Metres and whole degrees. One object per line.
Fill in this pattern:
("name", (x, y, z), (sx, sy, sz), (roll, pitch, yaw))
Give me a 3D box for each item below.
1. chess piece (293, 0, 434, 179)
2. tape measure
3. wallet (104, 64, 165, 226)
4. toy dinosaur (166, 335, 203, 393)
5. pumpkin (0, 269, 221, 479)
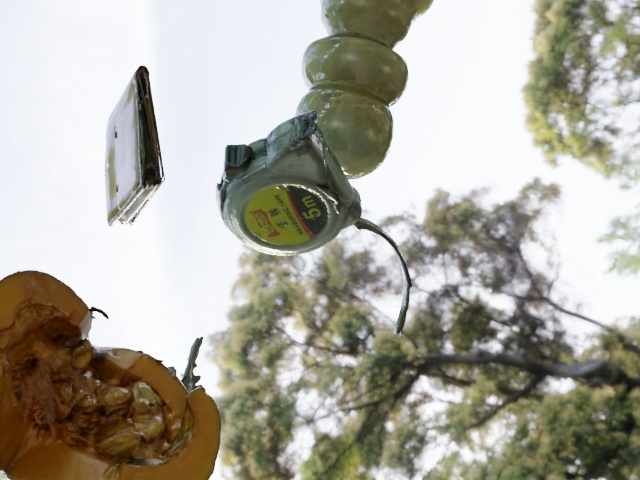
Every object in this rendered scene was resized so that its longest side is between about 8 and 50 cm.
("chess piece", (0.050, -0.242, 1.122), (0.182, 0.182, 0.330), (23, -106, -49))
("tape measure", (0.001, -0.001, 1.019), (0.084, 0.164, 0.330), (-85, -27, -42))
("wallet", (-0.277, -0.134, 1.293), (0.042, 0.161, 0.195), (6, -117, -31))
("toy dinosaur", (-0.125, 0.188, 0.788), (0.082, 0.039, 0.209), (21, -100, -81))
("pumpkin", (-0.162, 0.107, 0.565), (0.183, 0.107, 0.119), (45, -128, -17))
